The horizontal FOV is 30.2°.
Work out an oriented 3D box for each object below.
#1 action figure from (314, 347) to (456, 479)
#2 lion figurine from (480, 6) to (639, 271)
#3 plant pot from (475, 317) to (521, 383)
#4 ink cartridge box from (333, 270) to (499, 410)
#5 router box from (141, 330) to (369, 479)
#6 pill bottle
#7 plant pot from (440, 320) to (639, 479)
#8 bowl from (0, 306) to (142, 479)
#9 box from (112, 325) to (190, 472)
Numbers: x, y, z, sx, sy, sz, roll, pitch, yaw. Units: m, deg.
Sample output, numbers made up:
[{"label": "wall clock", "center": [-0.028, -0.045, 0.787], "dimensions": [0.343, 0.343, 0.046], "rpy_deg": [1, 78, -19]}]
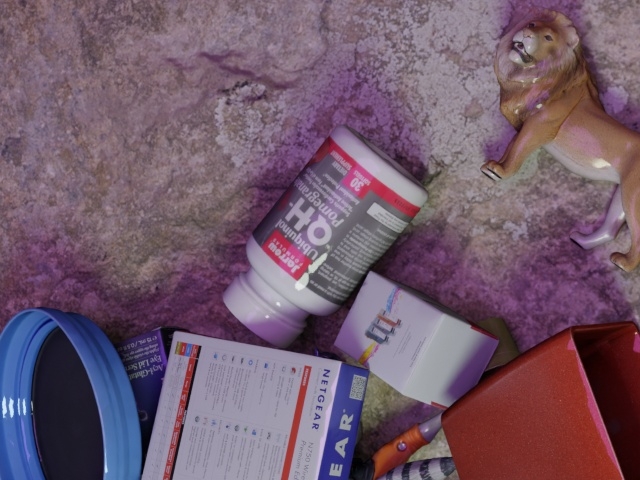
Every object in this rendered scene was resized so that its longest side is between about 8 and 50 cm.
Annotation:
[{"label": "action figure", "center": [0.048, 0.312, 1.717], "dimensions": [0.330, 0.178, 0.341], "rpy_deg": [-12, 79, 12]}, {"label": "lion figurine", "center": [0.384, -0.134, 1.674], "dimensions": [0.392, 0.142, 0.240], "rpy_deg": [40, 91, 6]}, {"label": "plant pot", "center": [0.251, 0.156, 1.710], "dimensions": [0.083, 0.083, 0.079], "rpy_deg": [-21, 64, 18]}, {"label": "ink cartridge box", "center": [0.134, 0.143, 1.691], "dimensions": [0.176, 0.128, 0.127], "rpy_deg": [32, 97, 51]}, {"label": "router box", "center": [-0.107, 0.316, 1.675], "dimensions": [0.301, 0.082, 0.336], "rpy_deg": [8, 81, 34]}, {"label": "pill bottle", "center": [0.000, 0.000, 1.767], "dimensions": [0.176, 0.176, 0.318], "rpy_deg": [42, 99, 20]}, {"label": "plant pot", "center": [0.319, 0.274, 1.581], "dimensions": [0.235, 0.267, 0.267], "rpy_deg": [-24, 76, 29]}, {"label": "bowl", "center": [-0.403, 0.296, 1.854], "dimensions": [0.391, 0.077, 0.391], "rpy_deg": [8, 100, 49]}, {"label": "box", "center": [-0.269, 0.257, 1.878], "dimensions": [0.153, 0.108, 0.207], "rpy_deg": [-21, 76, 17]}]
